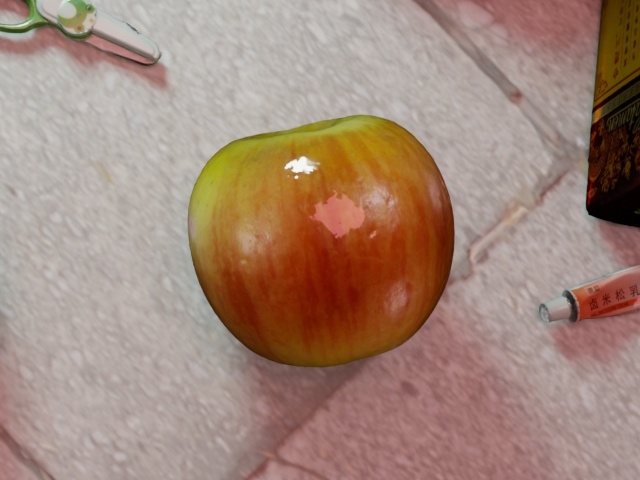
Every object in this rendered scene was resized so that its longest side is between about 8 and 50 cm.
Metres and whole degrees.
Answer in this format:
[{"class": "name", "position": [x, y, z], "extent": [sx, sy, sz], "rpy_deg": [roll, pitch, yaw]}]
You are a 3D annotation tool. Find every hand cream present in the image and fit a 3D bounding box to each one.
[{"class": "hand cream", "position": [0.345, 0.057, 1.684], "extent": [0.216, 0.038, 0.052], "rpy_deg": [-15, 110, -13]}]

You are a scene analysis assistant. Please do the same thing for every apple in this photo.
[{"class": "apple", "position": [0.000, 0.000, 1.523], "extent": [0.286, 0.286, 0.233], "rpy_deg": [-13, 100, -9]}]

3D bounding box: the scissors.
[{"class": "scissors", "position": [-0.269, -0.242, 1.653], "extent": [0.204, 0.027, 0.101], "rpy_deg": [27, 80, -1]}]

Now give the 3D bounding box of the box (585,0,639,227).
[{"class": "box", "position": [0.390, -0.236, 1.618], "extent": [0.116, 0.264, 0.415], "rpy_deg": [8, 78, -10]}]
